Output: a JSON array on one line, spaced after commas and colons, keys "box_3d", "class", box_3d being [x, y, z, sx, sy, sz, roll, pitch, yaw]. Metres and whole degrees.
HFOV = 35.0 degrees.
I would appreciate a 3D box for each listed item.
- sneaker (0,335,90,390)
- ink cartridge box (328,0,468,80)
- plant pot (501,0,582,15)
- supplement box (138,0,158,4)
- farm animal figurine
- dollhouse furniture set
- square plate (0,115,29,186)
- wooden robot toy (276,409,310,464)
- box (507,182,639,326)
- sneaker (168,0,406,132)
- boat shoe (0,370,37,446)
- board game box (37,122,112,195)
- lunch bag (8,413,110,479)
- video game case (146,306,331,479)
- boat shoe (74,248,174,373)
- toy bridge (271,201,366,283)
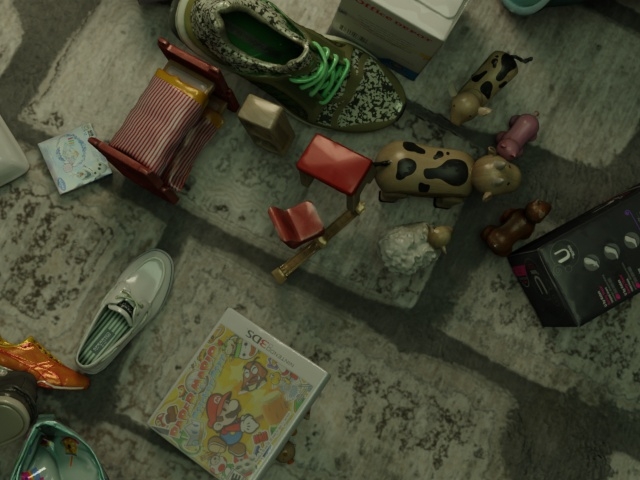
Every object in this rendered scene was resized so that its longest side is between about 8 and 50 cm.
[{"box_3d": [-0.436, 0.187, 1.562, 0.175, 0.064, 0.067, 21, 86, -5], "class": "sneaker"}, {"box_3d": [0.135, -0.389, 1.608, 0.171, 0.232, 0.168, 29, 82, -4], "class": "ink cartridge box"}, {"box_3d": [0.487, -0.535, 1.636, 0.334, 0.341, 0.341, -3, 85, -15], "class": "plant pot"}, {"box_3d": [-0.250, -0.507, 1.607, 0.130, 0.073, 0.239, -11, 86, -10], "class": "supplement box"}, {"box_3d": [0.228, -0.130, 1.624, 0.326, 0.172, 0.330, -11, 86, -8], "class": "farm animal figurine"}, {"box_3d": [-0.128, -0.124, 1.535, 0.374, 0.152, 0.201, 28, 80, 16], "class": "dollhouse furniture set"}, {"box_3d": [-0.687, -0.179, 1.572, 0.344, 0.049, 0.347, -30, 87, -10], "class": "square plate"}, {"box_3d": [-0.071, 0.325, 1.596, 0.173, 0.076, 0.079, -32, 100, -9], "class": "wooden robot toy"}, {"box_3d": [0.467, 0.018, 1.643, 0.270, 0.165, 0.143, -28, 89, -9], "class": "box"}, {"box_3d": [-0.034, -0.266, 1.565, 0.410, 0.182, 0.158, 22, 100, -23], "class": "sneaker"}, {"box_3d": [-0.569, 0.281, 1.518, 0.335, 0.095, 0.112, -19, 116, 11], "class": "boat shoe"}, {"box_3d": [-0.391, -0.130, 1.622, 0.090, 0.020, 0.090, -24, 88, -9], "class": "board game box"}, {"box_3d": [-0.376, 0.381, 1.470, 0.160, 0.223, 0.262, -16, 86, -15], "class": "lunch bag"}, {"box_3d": [-0.128, 0.247, 1.571, 0.206, 0.026, 0.227, 31, 81, 25], "class": "video game case"}, {"box_3d": [-0.301, 0.112, 1.581, 0.083, 0.076, 0.226, 31, 81, -4], "class": "boat shoe"}, {"box_3d": [0.000, 0.000, 1.635, 0.188, 0.063, 0.026, -41, 90, -1], "class": "toy bridge"}]
